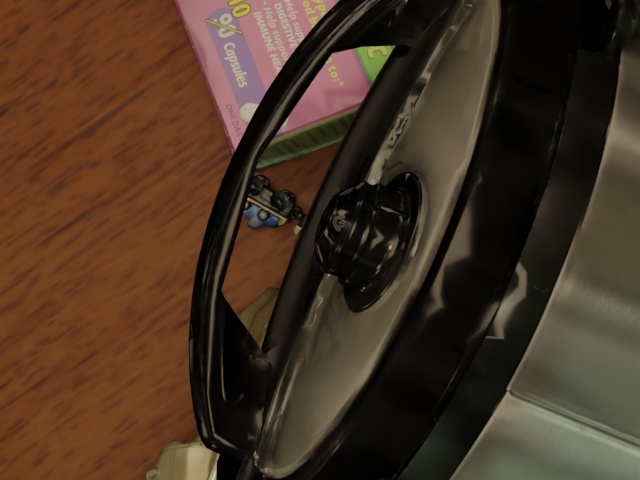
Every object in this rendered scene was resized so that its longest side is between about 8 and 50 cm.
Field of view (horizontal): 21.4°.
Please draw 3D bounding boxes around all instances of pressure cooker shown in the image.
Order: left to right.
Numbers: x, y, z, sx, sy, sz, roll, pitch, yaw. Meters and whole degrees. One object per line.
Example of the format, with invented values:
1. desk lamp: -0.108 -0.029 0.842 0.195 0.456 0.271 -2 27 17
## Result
1. pressure cooker: 0.142 0.032 0.987 0.420 0.375 0.370 22 53 -12

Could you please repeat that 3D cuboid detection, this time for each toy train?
1. toy train: 0.000 0.000 1.217 0.158 0.027 0.036 31 101 6

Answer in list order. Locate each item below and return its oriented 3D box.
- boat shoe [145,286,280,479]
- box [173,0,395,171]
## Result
1. boat shoe: -0.067 0.175 1.178 0.103 0.113 0.302 30 80 8
2. box: 0.020 -0.192 1.178 0.243 0.117 0.213 -21 85 4
